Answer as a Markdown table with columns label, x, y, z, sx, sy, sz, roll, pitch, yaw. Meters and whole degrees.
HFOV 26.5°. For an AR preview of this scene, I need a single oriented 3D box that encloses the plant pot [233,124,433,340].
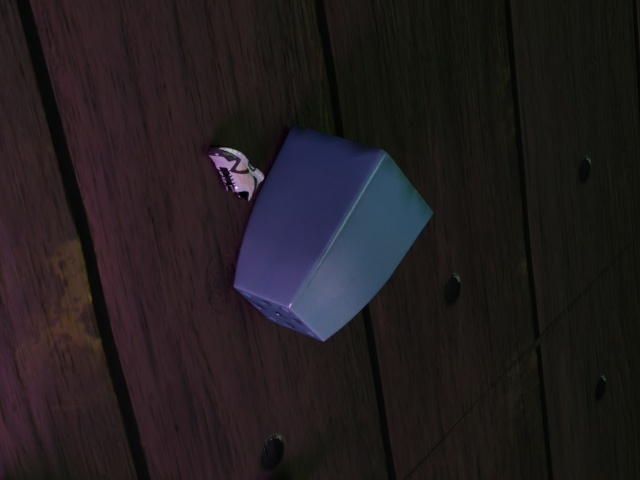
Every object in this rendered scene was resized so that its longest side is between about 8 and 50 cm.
| label | x | y | z | sx | sy | sz | roll | pitch | yaw |
| --- | --- | --- | --- | --- | --- | --- | --- | --- | --- |
| plant pot | 0.000 | 0.000 | 1.812 | 0.234 | 0.166 | 0.165 | -59 | 141 | -14 |

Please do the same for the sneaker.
| label | x | y | z | sx | sy | sz | roll | pitch | yaw |
| --- | --- | --- | --- | --- | --- | --- | --- | --- | --- |
| sneaker | -0.110 | -0.086 | 1.730 | 0.109 | 0.040 | 0.043 | 40 | 68 | -50 |
